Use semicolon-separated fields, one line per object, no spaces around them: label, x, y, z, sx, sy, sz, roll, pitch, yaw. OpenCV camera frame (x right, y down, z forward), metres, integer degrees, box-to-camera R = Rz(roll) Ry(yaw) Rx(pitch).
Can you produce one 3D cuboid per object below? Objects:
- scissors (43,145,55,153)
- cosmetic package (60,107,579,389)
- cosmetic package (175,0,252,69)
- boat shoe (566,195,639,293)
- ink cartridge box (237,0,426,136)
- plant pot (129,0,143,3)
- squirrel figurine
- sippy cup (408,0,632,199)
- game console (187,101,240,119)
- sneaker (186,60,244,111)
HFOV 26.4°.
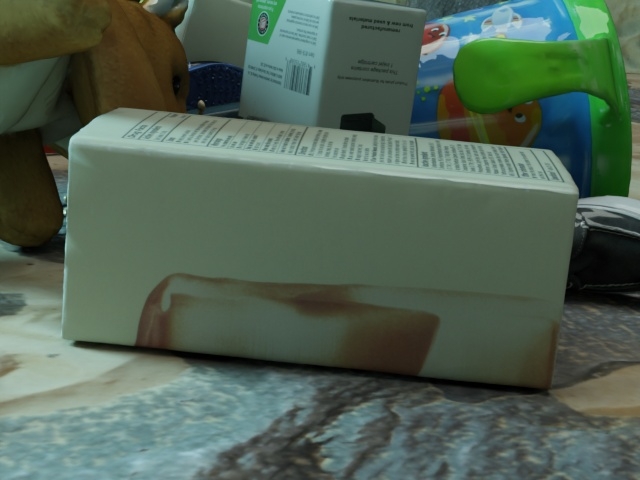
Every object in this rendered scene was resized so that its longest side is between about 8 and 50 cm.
scissors;-0.240;-0.114;1.526;0.297;0.021;0.109;-3;13;-37
cosmetic package;0.000;0.000;0.857;0.296;0.129;0.153;7;14;3
cosmetic package;-0.103;-0.277;1.949;0.310;0.113;0.160;11;7;-37
boat shoe;0.164;0.005;1.037;0.229;0.080;0.076;13;32;19
ink cartridge box;-0.001;-0.090;1.082;0.087;0.208;0.153;2;13;-27
plant pot;-0.314;-0.282;1.619;0.212;0.212;0.187;31;17;-3
squirrel figurine;-0.259;-0.188;1.078;0.397;0.281;0.370;50;21;15
sippy cup;0.134;-0.104;1.209;0.224;0.305;0.240;-6;46;-3
game console;-0.061;-0.110;1.374;0.361;0.043;0.213;-11;-14;-14
sneaker;-0.197;-0.202;1.784;0.232;0.081;0.090;-9;26;-44
